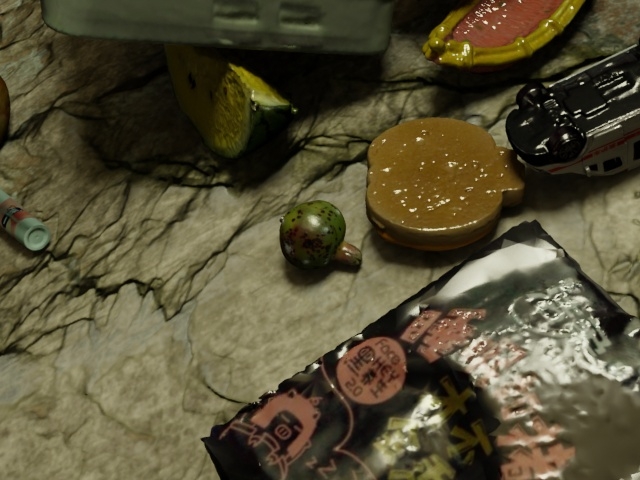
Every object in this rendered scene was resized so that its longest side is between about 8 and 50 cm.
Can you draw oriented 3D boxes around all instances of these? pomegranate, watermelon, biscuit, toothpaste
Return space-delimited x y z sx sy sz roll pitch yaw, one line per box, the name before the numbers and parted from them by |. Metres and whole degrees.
pomegranate | -0.003 0.002 0.772 0.073 0.073 0.084 -33 74 -6
watermelon | -0.116 -0.186 0.916 0.123 0.129 0.301 -37 45 -4
biscuit | 0.126 -0.056 0.780 0.170 0.050 0.170 -5 49 6
toothpaste | -0.409 -0.039 0.977 0.205 0.036 0.056 26 68 39

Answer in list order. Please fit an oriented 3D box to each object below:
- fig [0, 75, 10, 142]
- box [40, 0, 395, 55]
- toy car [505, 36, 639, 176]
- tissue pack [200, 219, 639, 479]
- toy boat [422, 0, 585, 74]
fig | -0.502 -0.151 1.014 0.170 0.145 0.274 -28 34 -1
box | -0.139 -0.345 0.942 0.396 0.111 0.396 -1 36 -19
toy car | 0.284 -0.118 0.734 0.209 0.108 0.089 -25 51 6
tissue pack | 0.105 0.163 0.571 0.332 0.123 0.245 -33 55 -3
toy boat | 0.231 -0.281 0.886 0.141 0.099 0.318 30 65 32
